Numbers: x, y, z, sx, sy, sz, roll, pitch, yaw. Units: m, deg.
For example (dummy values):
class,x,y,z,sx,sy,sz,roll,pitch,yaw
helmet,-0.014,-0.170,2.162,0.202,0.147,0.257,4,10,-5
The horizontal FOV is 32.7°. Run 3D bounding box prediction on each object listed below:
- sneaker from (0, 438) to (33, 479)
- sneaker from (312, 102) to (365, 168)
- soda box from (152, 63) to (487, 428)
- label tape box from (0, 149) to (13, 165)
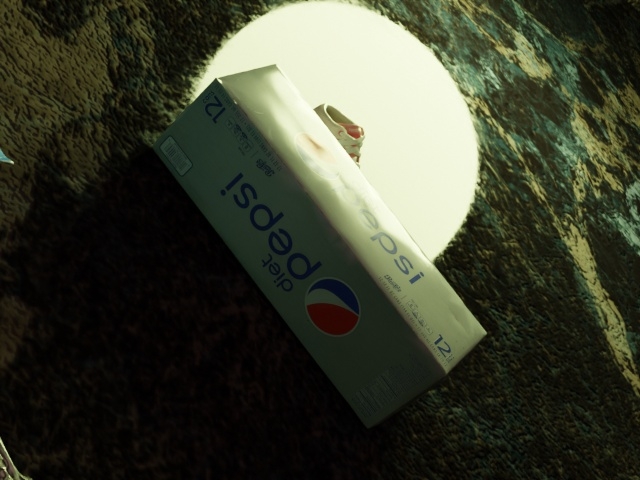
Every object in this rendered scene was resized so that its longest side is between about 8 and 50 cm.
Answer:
class,x,y,z,sx,sy,sz,roll,pitch,yaw
sneaker,-0.190,0.114,0.474,0.146,0.134,0.343,17,51,-54
sneaker,0.017,-0.065,0.989,0.051,0.070,0.134,2,55,-55
soda box,0.000,0.000,0.869,0.286,0.091,0.098,52,31,5
label tape box,-0.272,-0.210,0.538,0.249,0.115,0.348,55,8,28
